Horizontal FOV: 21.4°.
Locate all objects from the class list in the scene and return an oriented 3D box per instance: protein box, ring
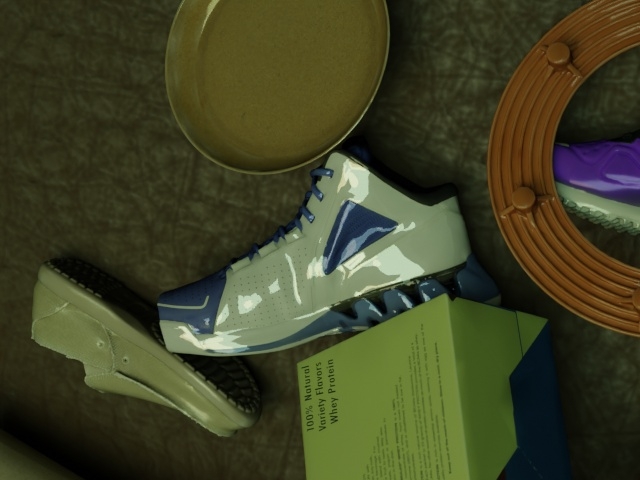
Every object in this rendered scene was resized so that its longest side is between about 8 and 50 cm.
[{"bbox_3d":[0.100,0.181,1.509,0.201,0.136,0.199,-28,57,42],"label":"protein box"},{"bbox_3d":[0.306,-0.079,1.445,0.337,0.032,0.336,-5,71,15],"label":"ring"}]

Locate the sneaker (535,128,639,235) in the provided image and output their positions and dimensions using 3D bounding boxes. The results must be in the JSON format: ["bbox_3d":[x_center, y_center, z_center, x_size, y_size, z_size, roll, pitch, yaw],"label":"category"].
[{"bbox_3d":[0.326,-0.071,1.507,0.293,0.102,0.146,15,88,17],"label":"sneaker"}]

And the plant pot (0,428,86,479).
[{"bbox_3d":[-0.302,0.342,1.647,0.305,0.334,0.333,35,107,17],"label":"plant pot"}]

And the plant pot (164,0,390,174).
[{"bbox_3d":[-0.037,-0.174,1.571,0.236,0.032,0.236,-5,78,26],"label":"plant pot"}]

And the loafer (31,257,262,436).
[{"bbox_3d":[-0.177,0.118,1.670,0.268,0.102,0.092,34,108,16],"label":"loafer"}]

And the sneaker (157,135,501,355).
[{"bbox_3d":[0.001,0.000,1.594,0.316,0.127,0.182,-10,94,9],"label":"sneaker"}]
